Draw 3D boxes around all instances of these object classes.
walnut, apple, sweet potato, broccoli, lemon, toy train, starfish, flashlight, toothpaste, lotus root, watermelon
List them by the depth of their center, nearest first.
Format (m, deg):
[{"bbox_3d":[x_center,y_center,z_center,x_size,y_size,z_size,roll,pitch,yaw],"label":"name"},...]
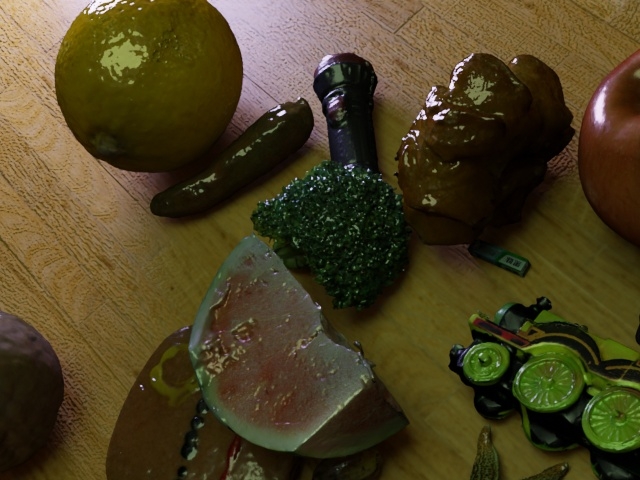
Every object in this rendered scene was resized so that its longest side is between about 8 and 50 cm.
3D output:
[{"bbox_3d":[0.179,0.306,1.569,0.176,0.053,0.208,-4,51,35],"label":"starfish"},{"bbox_3d":[0.289,0.161,1.573,0.296,0.100,0.160,26,66,36],"label":"toy train"},{"bbox_3d":[0.425,-0.117,1.621,0.251,0.206,0.272,29,76,39],"label":"apple"},{"bbox_3d":[0.027,0.274,1.650,0.099,0.054,0.049,-29,61,5],"label":"lotus root"},{"bbox_3d":[-0.034,0.134,1.666,0.305,0.224,0.180,49,128,39],"label":"watermelon"},{"bbox_3d":[0.225,0.020,1.744,0.083,0.017,0.020,24,72,35],"label":"toothpaste"},{"bbox_3d":[0.000,0.000,1.786,0.194,0.220,0.194,-37,42,44],"label":"broccoli"},{"bbox_3d":[-0.468,0.192,1.831,0.248,0.248,0.248,-12,55,18],"label":"walnut"},{"bbox_3d":[0.040,-0.148,1.898,0.093,0.093,0.232,-15,55,16],"label":"flashlight"},{"bbox_3d":[-0.121,-0.104,1.958,0.273,0.075,0.075,-35,51,5],"label":"sweet potato"},{"bbox_3d":[-0.244,-0.231,1.974,0.293,0.293,0.293,-12,55,18],"label":"lemon"}]

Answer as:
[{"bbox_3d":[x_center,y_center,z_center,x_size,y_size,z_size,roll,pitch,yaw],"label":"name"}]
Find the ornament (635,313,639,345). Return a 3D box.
[{"bbox_3d":[0.472,0.004,1.475,0.251,0.106,0.260,10,106,12],"label":"ornament"}]

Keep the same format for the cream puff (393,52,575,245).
[{"bbox_3d":[0.195,-0.111,1.722,0.155,0.241,0.269,34,104,36],"label":"cream puff"}]

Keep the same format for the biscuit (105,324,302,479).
[{"bbox_3d":[-0.137,0.236,1.754,0.277,0.052,0.262,12,65,30],"label":"biscuit"}]
